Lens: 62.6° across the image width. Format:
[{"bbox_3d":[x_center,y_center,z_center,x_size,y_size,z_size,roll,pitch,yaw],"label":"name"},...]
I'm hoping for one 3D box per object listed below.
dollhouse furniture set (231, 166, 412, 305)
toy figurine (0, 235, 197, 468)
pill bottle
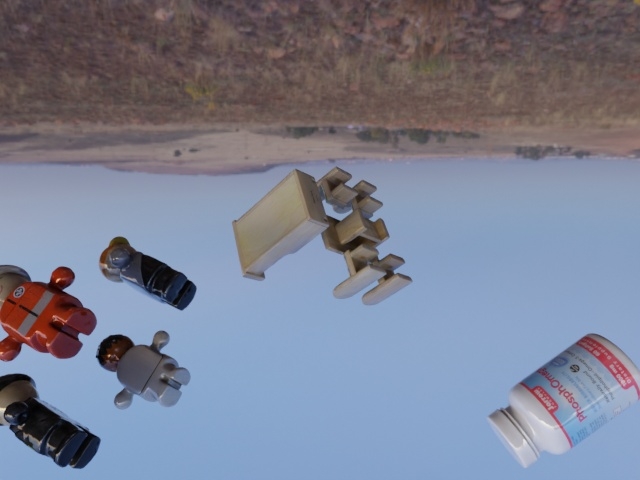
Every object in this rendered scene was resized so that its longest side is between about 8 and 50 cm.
[{"bbox_3d":[0.000,0.000,0.894,0.161,0.212,0.242,-37,143,30],"label":"dollhouse furniture set"},{"bbox_3d":[-0.258,0.112,0.587,0.148,0.212,0.210,18,-156,27],"label":"toy figurine"},{"bbox_3d":[0.275,0.184,0.599,0.160,0.087,0.087,-34,-168,-3],"label":"pill bottle"}]
